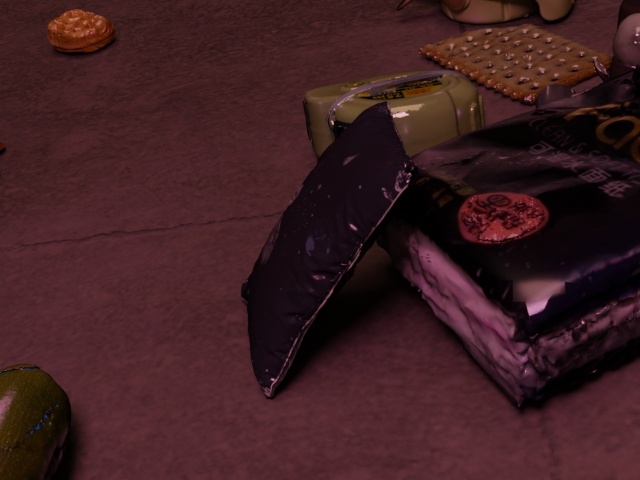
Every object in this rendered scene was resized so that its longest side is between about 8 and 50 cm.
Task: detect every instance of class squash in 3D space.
[{"bbox_3d":[-0.222,0.192,0.532,0.087,0.087,0.331,-5,36,11],"label":"squash"}]

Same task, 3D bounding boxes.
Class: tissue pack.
[{"bbox_3d":[0.221,-0.036,0.692,0.332,0.123,0.245,-22,36,-14],"label":"tissue pack"}]

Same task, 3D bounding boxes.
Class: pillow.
[{"bbox_3d":[0.000,0.000,0.674,0.055,0.208,0.141,24,24,-23],"label":"pillow"}]

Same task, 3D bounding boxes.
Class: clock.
[{"bbox_3d":[0.220,-0.341,1.196,0.232,0.069,0.170,3,37,23],"label":"clock"}]

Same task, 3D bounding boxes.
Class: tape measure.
[{"bbox_3d":[0.081,-0.114,0.883,0.178,0.087,0.154,-13,21,-3],"label":"tape measure"}]

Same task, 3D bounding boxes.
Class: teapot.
[{"bbox_3d":[0.229,-0.106,0.868,0.043,0.042,0.110,-3,37,13],"label":"teapot"}]

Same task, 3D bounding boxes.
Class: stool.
[{"bbox_3d":[0.357,-0.222,0.933,0.125,0.121,0.217,23,42,39],"label":"stool"}]

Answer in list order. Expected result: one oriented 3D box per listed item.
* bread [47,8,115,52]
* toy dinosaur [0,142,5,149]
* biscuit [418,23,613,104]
[{"bbox_3d":[-0.361,-0.311,1.361,0.111,0.044,0.083,23,48,38],"label":"bread"},{"bbox_3d":[-0.435,-0.110,1.095,0.106,0.044,0.187,-6,19,-14],"label":"toy dinosaur"},{"bbox_3d":[0.227,-0.213,1.050,0.144,0.016,0.203,-24,36,-17],"label":"biscuit"}]
